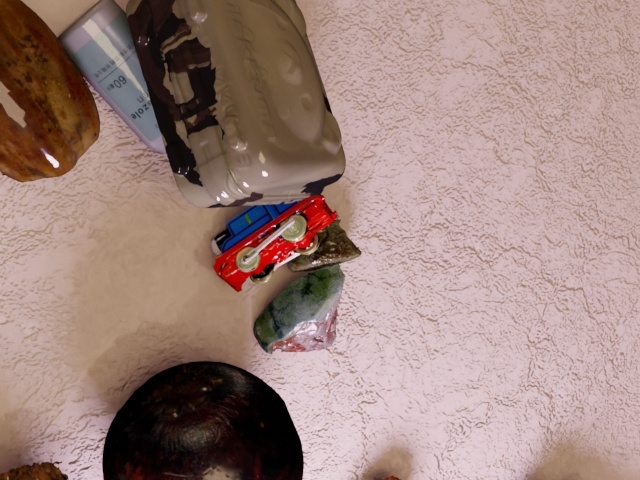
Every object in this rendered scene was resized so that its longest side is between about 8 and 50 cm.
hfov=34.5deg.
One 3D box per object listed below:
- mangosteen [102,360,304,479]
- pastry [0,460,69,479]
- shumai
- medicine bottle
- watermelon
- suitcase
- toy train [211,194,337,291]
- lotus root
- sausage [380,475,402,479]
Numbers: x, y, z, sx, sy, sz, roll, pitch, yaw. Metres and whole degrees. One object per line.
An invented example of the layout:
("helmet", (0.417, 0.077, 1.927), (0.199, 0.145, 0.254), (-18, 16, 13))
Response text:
("mangosteen", (-0.172, 0.340, 1.548), (0.330, 0.330, 0.330), (-3, 99, -19))
("pastry", (-0.426, 0.454, 1.495), (0.193, 0.275, 0.274), (-25, 111, -58))
("shumai", (0.001, 0.000, 1.678), (0.124, 0.099, 0.087), (-11, 84, -28))
("medicine bottle", (-0.239, -0.198, 1.546), (0.110, 0.110, 0.352), (-44, 109, -9))
("watermelon", (-0.010, 0.133, 1.684), (0.187, 0.071, 0.139), (-39, 130, 12))
("suitcase", (-0.093, -0.223, 1.492), (0.339, 0.194, 0.351), (-4, 76, -61))
("toy train", (-0.080, -0.019, 1.626), (0.204, 0.131, 0.083), (-34, 149, 4))
("lotus root", (-0.447, -0.223, 1.446), (0.193, 0.193, 0.291), (-35, 111, -12))
("sausage", (0.087, 0.531, 1.763), (0.133, 0.133, 0.258), (31, 87, -21))
